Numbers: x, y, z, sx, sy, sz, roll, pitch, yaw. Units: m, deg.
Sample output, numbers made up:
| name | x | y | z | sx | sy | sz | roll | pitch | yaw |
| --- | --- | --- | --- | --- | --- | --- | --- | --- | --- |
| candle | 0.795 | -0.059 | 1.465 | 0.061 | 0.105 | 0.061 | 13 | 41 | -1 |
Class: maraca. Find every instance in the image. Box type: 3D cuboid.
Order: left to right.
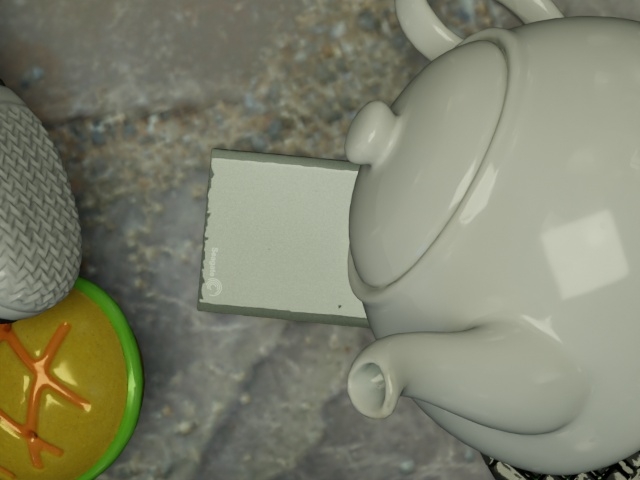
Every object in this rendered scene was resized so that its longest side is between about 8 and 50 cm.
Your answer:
| name | x | y | z | sx | sy | sz | roll | pitch | yaw |
| --- | --- | --- | --- | --- | --- | --- | --- | --- | --- |
| maraca | -0.176 | 0.086 | 1.051 | 0.186 | 0.099 | 0.127 | -18 | 79 | 29 |

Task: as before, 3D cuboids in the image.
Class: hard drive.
| name | x | y | z | sx | sy | sz | roll | pitch | yaw |
| --- | --- | --- | --- | --- | --- | --- | --- | --- | --- |
| hard drive | 0.000 | 0.000 | 1.067 | 0.135 | 0.022 | 0.094 | 6 | 93 | 4 |

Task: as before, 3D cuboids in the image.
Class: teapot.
| name | x | y | z | sx | sy | sz | roll | pitch | yaw |
| --- | --- | --- | --- | --- | --- | --- | --- | --- | --- |
| teapot | 0.097 | -0.021 | 0.941 | 0.187 | 0.256 | 0.252 | 28 | 88 | -16 |

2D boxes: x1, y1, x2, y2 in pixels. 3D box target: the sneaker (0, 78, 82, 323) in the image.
| name | x | y | z | sx | sy | sz | roll | pitch | yaw |
| --- | --- | --- | --- | --- | --- | --- | --- | --- | --- |
| sneaker | -0.282 | -0.088 | 1.023 | 0.210 | 0.137 | 0.366 | -30 | 72 | 20 |

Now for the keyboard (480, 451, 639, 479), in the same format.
| name | x | y | z | sx | sy | sz | roll | pitch | yaw |
| --- | --- | --- | --- | --- | --- | --- | --- | --- | --- |
| keyboard | 0.252 | 0.066 | 1.047 | 0.201 | 0.033 | 0.317 | 41 | 95 | 2 |
